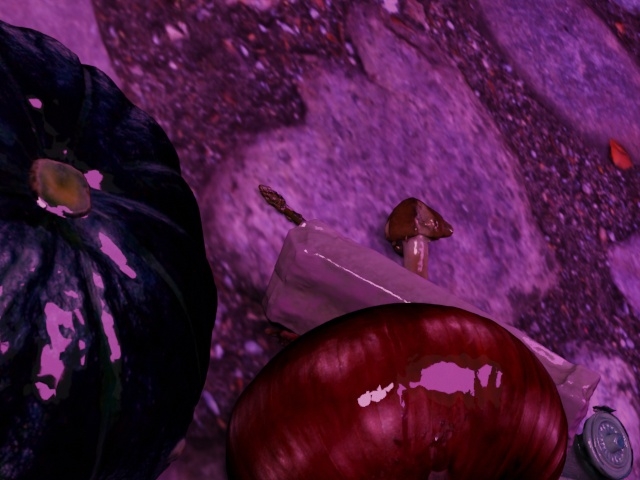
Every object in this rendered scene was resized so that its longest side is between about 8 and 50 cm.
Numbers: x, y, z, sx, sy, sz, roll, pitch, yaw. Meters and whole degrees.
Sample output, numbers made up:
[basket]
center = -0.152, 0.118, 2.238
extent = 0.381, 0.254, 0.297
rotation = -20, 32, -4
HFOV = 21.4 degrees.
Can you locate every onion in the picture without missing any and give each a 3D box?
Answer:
[onion]
center = 0.051, 0.139, 1.338
extent = 0.273, 0.273, 0.285
rotation = 27, 29, -39

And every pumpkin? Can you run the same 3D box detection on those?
[pumpkin]
center = -0.238, 0.029, 1.039
extent = 0.363, 0.266, 0.363
rotation = 27, 48, -33

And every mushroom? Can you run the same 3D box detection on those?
[mushroom]
center = 0.091, 0.041, 1.623
extent = 0.060, 0.061, 0.187
rotation = 35, 46, -40

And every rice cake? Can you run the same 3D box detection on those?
[rice cake]
center = 0.094, 0.088, 1.431
extent = 0.298, 0.106, 0.050
rotation = 29, 45, 7

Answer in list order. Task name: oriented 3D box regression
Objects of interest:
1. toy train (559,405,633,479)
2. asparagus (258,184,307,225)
[toy train]
center = 0.192, 0.244, 1.554
extent = 0.298, 0.120, 0.194
rotation = 20, 57, -43
[asparagus]
center = 0.000, 0.000, 1.573
extent = 0.166, 0.013, 0.016
rotation = 43, 28, -24
